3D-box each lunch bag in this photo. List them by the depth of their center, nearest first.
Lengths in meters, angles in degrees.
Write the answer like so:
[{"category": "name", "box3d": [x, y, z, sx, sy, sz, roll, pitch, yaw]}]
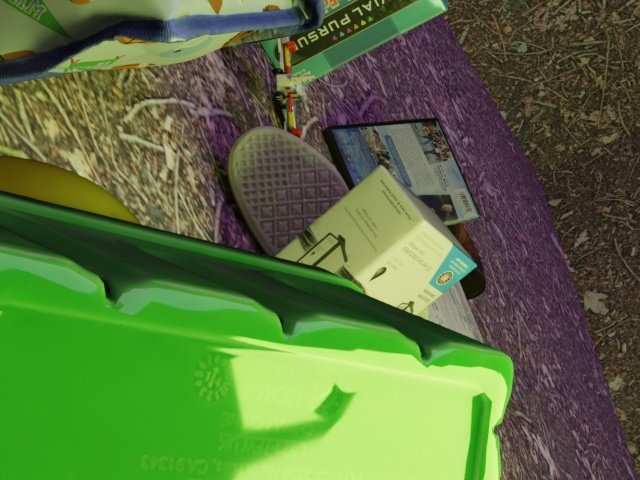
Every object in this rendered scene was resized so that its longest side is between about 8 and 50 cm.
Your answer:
[{"category": "lunch bag", "box3d": [-0.137, -0.313, 0.964, 0.385, 0.238, 0.328, -28, 109, -66]}]

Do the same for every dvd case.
[{"category": "dvd case", "box3d": [0.128, -0.099, 1.767, 0.253, 0.022, 0.180, -10, 72, -43]}]

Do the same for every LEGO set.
[{"category": "LEGO set", "box3d": [-0.028, -0.174, 1.433, 0.244, 0.060, 0.182, -90, 175, -47]}]

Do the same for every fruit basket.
[{"category": "fruit basket", "box3d": [-0.140, 0.087, 0.566, 0.392, 0.392, 0.283, 25, 72, -64]}]

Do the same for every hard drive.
[{"category": "hard drive", "box3d": [0.162, 0.123, 1.676, 0.339, 0.064, 0.237, 25, 43, -66]}]

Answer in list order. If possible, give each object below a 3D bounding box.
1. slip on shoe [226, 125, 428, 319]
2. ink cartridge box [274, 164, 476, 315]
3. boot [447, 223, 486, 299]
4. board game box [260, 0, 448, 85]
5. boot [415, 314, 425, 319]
[{"category": "slip on shoe", "box3d": [0.000, 0.000, 1.327, 0.331, 0.123, 0.101, 48, -9, -30]}, {"category": "ink cartridge box", "box3d": [0.033, 0.041, 1.143, 0.086, 0.203, 0.148, 54, 11, 31]}, {"category": "boot", "box3d": [0.187, -0.070, 1.976, 0.264, 0.096, 0.280, 43, 21, -32]}, {"category": "board game box", "box3d": [-0.015, -0.408, 1.577, 0.336, 0.253, 0.079, 58, 19, -20]}, {"category": "boot", "box3d": [0.005, 0.140, 1.008, 0.211, 0.104, 0.295, 47, 48, -36]}]
